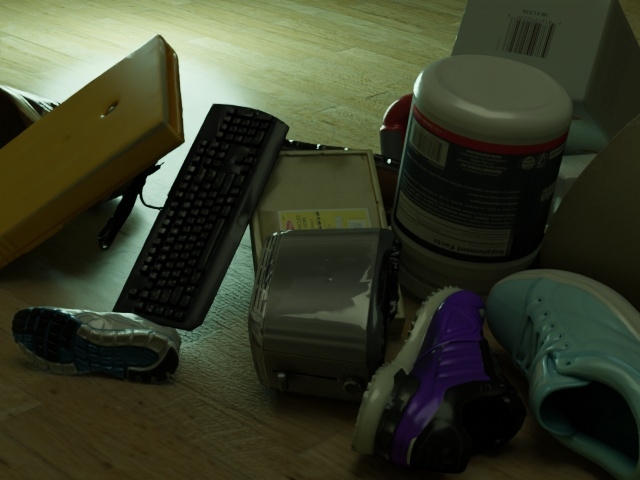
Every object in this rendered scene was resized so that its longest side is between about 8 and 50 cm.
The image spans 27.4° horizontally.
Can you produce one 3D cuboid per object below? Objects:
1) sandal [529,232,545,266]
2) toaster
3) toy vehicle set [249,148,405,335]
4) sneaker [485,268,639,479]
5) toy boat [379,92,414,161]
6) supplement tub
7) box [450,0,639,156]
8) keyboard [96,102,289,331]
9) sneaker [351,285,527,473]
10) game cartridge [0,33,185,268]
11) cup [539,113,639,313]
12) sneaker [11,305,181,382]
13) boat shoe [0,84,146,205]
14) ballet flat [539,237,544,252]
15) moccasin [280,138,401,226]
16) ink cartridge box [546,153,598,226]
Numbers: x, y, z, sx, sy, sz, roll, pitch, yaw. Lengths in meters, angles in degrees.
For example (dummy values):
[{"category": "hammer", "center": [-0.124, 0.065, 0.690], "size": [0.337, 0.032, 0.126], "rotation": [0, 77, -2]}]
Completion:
[{"category": "sandal", "center": [0.249, -0.026, 1.808], "size": [0.097, 0.054, 0.254], "rotation": [-8, 25, -22]}, {"category": "toaster", "center": [0.007, 0.070, 1.426], "size": [0.146, 0.129, 0.227], "rotation": [2, 47, 8]}, {"category": "toy vehicle set", "center": [0.000, 0.000, 1.594], "size": [0.166, 0.035, 0.267], "rotation": [-1, 52, -9]}, {"category": "sneaker", "center": [0.259, 0.129, 1.338], "size": [0.150, 0.135, 0.366], "rotation": [0, 21, -32]}, {"category": "toy boat", "center": [0.187, -0.135, 1.834], "size": [0.231, 0.151, 0.151], "rotation": [-3, 6, 18]}, {"category": "supplement tub", "center": [0.190, -0.072, 1.605], "size": [0.191, 0.272, 0.191], "rotation": [6, 32, -4]}, {"category": "box", "center": [0.357, -0.252, 2.004], "size": [0.215, 0.168, 0.345], "rotation": [14, -7, 25]}, {"category": "keyboard", "center": [-0.176, -0.040, 1.606], "size": [0.201, 0.033, 0.317], "rotation": [8, 59, 25]}, {"category": "sneaker", "center": [0.146, 0.152, 1.351], "size": [0.146, 0.102, 0.293], "rotation": [17, 31, 17]}, {"category": "game cartridge", "center": [-0.319, -0.112, 1.712], "size": [0.324, 0.052, 0.285], "rotation": [-35, 29, 13]}, {"category": "cup", "center": [0.452, 0.006, 1.497], "size": [0.331, 0.331, 0.237], "rotation": [-16, 53, -36]}, {"category": "sneaker", "center": [-0.243, 0.108, 1.451], "size": [0.191, 0.071, 0.083], "rotation": [13, 18, 2]}, {"category": "boat shoe", "center": [-0.390, -0.146, 1.957], "size": [0.342, 0.123, 0.123], "rotation": [27, 25, 37]}, {"category": "ballet flat", "center": [0.365, 0.007, 1.715], "size": [0.221, 0.079, 0.077], "rotation": [-22, 17, -40]}, {"category": "moccasin", "center": [0.013, -0.053, 1.751], "size": [0.380, 0.147, 0.139], "rotation": [9, 4, -18]}, {"category": "ink cartridge box", "center": [0.372, -0.066, 1.867], "size": [0.143, 0.092, 0.090], "rotation": [-4, 24, -15]}]
